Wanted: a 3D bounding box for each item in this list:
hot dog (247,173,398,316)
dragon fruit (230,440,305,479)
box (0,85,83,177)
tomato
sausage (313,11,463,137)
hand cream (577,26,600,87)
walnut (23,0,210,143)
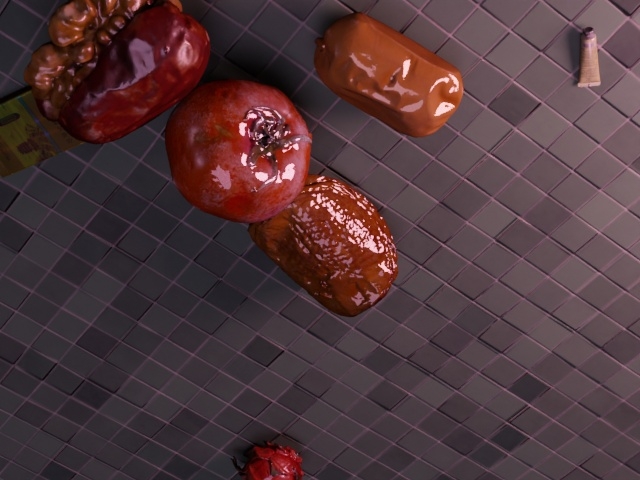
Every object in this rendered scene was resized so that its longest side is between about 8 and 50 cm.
[{"bbox_3d":[0.000,0.000,2.007,0.272,0.122,0.196,42,118,-19],"label":"hot dog"},{"bbox_3d":[-0.099,0.457,2.374,0.121,0.130,0.142,2,135,-40],"label":"dragon fruit"},{"bbox_3d":[-0.472,-0.185,1.960,0.193,0.030,0.121,-20,123,19],"label":"box"},{"bbox_3d":[-0.129,-0.134,1.849,0.232,0.232,0.188,44,154,-25],"label":"tomato"},{"bbox_3d":[0.100,-0.248,1.806,0.241,0.120,0.136,32,112,-18],"label":"sausage"},{"bbox_3d":[0.405,-0.276,1.823,0.035,0.022,0.102,-5,132,9],"label":"hand cream"},{"bbox_3d":[-0.306,-0.261,1.747,0.269,0.244,0.222,-47,68,11],"label":"walnut"}]
